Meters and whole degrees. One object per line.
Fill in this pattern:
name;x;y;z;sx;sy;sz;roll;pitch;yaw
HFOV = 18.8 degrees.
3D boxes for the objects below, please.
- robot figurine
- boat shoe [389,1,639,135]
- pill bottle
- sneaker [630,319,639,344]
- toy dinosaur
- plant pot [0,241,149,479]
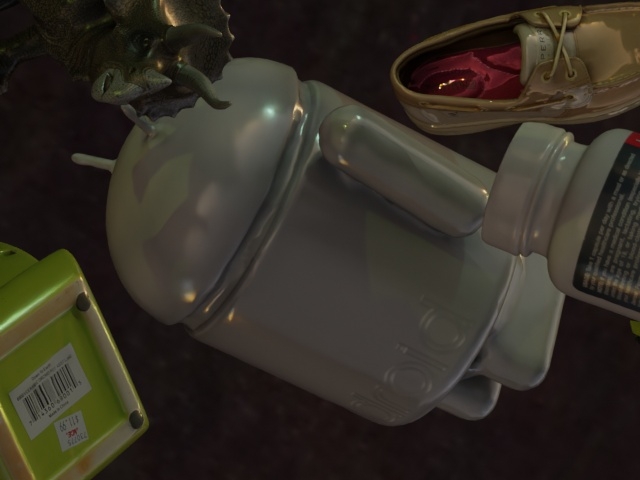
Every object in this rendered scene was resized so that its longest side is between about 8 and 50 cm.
robot figurine;0.000;0.000;1.363;0.353;0.300;0.199;26;55;-14
boat shoe;0.118;-0.096;1.048;0.059;0.170;0.063;30;50;-64
pill bottle;0.194;-0.006;1.151;0.108;0.180;0.108;21;90;-76
sneaker;0.360;0.151;1.288;0.147;0.384;0.145;-14;164;-37
toy dinosaur;-0.128;-0.173;1.102;0.121;0.160;0.313;68;14;-58
plant pot;-0.301;0.136;1.738;0.228;0.207;0.227;-39;116;-42
